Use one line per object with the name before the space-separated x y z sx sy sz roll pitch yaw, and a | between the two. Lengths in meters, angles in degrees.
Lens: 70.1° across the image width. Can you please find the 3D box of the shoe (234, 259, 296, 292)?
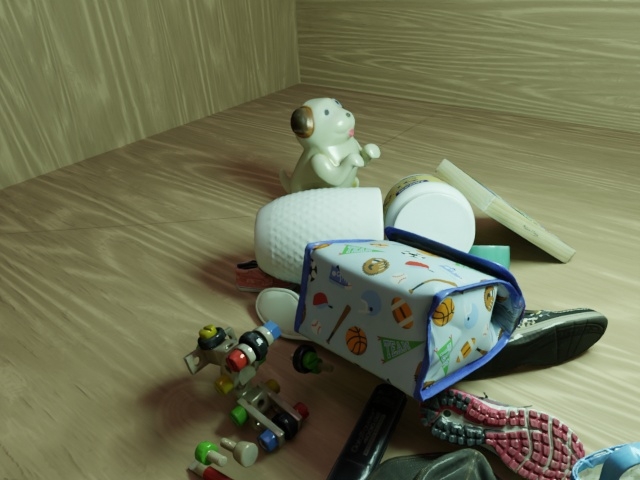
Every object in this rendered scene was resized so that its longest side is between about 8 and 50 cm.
shoe | -0.158 0.103 1.308 0.178 0.081 0.063 1 33 5

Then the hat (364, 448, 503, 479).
hat | 0.206 0.412 0.703 0.331 0.134 0.331 4 21 -2

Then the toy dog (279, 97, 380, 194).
toy dog | 0.024 -0.303 1.630 0.395 0.408 0.284 27 42 37

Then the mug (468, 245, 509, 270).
mug | 0.465 0.065 1.301 0.129 0.097 0.158 0 -3 6

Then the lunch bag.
lunch bag | 0.197 0.115 0.942 0.385 0.239 0.328 -2 17 -44

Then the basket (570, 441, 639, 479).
basket | 0.492 0.373 0.644 0.255 0.289 0.201 -5 32 -6

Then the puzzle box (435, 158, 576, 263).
puzzle box | 0.556 -0.089 1.375 0.409 0.052 0.272 24 20 -30

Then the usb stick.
usb stick | 0.091 0.388 0.878 0.077 0.045 0.278 8 33 28

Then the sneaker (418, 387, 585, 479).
sneaker | 0.339 0.350 0.866 0.299 0.121 0.112 20 -4 16

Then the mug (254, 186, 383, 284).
mug | 0.000 0.000 1.291 0.328 0.276 0.374 -1 -6 4

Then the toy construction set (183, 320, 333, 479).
toy construction set | -0.178 0.309 0.918 0.237 0.257 0.309 1 51 40

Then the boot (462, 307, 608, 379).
boot | 0.446 0.172 1.112 0.377 0.138 0.284 -15 34 -3

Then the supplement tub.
supplement tub | 0.301 -0.057 1.306 0.241 0.241 0.331 1 13 5

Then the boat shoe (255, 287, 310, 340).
boat shoe | -0.026 0.201 1.162 0.319 0.116 0.099 12 -5 32
